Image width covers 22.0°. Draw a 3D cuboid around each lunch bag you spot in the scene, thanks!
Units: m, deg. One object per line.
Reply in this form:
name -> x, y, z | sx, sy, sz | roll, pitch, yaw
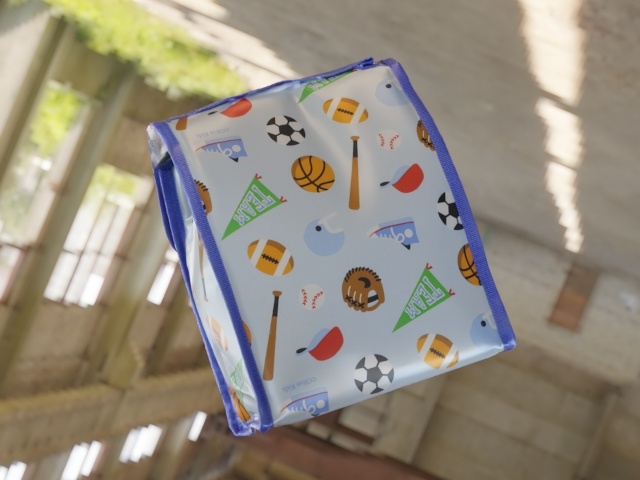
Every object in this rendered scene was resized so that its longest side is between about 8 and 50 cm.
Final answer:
lunch bag -> 0.000, 0.000, 1.931 | 0.328, 0.385, 0.239 | -18, 176, -17
